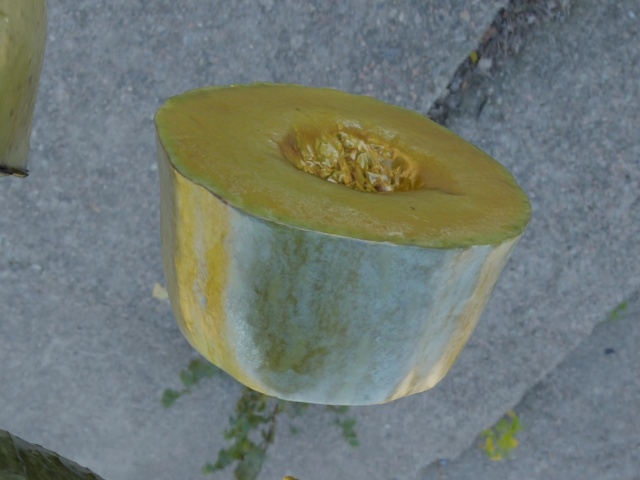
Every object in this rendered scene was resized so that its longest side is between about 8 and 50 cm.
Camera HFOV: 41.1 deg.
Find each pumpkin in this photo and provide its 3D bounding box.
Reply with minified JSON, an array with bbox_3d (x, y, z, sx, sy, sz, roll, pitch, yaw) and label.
[{"bbox_3d":[0.000,0.000,0.782,0.332,0.332,0.199,14,118,-9],"label":"pumpkin"}]

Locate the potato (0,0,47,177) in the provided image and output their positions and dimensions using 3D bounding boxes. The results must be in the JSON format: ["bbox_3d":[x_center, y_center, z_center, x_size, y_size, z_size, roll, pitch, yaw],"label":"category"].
[{"bbox_3d":[-0.301,-0.160,0.619,0.243,0.285,0.242,-2,97,-18],"label":"potato"}]

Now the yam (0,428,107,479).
[{"bbox_3d":[-0.216,0.165,0.402,0.195,0.195,0.300,-21,137,23],"label":"yam"}]

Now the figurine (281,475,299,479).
[{"bbox_3d":[-0.054,0.372,1.078,0.156,0.095,0.115,-33,83,8],"label":"figurine"}]
